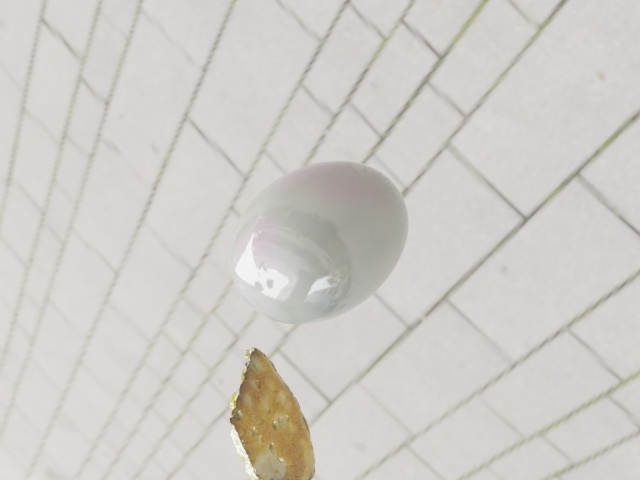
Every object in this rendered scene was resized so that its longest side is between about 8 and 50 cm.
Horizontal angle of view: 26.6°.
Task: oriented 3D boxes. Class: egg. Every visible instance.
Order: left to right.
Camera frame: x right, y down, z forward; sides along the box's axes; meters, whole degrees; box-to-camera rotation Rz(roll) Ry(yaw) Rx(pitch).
[{"bbox_3d":[0.000,0.000,0.931,0.103,0.135,0.103,46,157,26],"label":"egg"}]

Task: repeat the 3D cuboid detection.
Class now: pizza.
[{"bbox_3d":[-0.057,0.194,1.409,0.036,0.099,0.160,-18,101,48],"label":"pizza"}]
